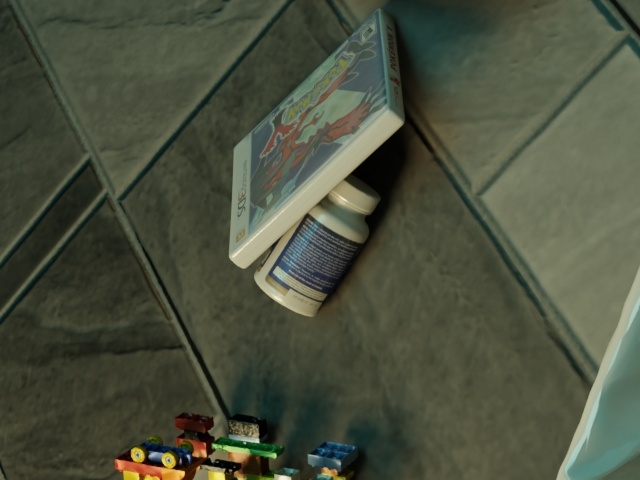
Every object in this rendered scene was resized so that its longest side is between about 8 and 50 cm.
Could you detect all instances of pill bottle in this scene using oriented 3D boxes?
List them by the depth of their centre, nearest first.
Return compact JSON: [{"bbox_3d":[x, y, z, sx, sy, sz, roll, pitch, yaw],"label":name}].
[{"bbox_3d":[0.000,0.000,1.557,0.067,0.067,0.120,44,106,42],"label":"pill bottle"}]

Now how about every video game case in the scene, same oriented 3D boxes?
[{"bbox_3d":[-0.007,-0.091,1.573,0.201,0.023,0.183,-42,26,24],"label":"video game case"}]

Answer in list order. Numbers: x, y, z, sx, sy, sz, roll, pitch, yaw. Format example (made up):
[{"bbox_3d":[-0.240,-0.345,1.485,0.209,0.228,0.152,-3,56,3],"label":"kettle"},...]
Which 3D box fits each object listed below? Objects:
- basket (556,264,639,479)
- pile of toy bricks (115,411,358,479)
[{"bbox_3d":[0.351,0.094,0.931,0.328,0.266,0.331,24,92,44],"label":"basket"},{"bbox_3d":[-0.060,0.221,1.528,0.212,0.118,0.105,7,108,28],"label":"pile of toy bricks"}]
